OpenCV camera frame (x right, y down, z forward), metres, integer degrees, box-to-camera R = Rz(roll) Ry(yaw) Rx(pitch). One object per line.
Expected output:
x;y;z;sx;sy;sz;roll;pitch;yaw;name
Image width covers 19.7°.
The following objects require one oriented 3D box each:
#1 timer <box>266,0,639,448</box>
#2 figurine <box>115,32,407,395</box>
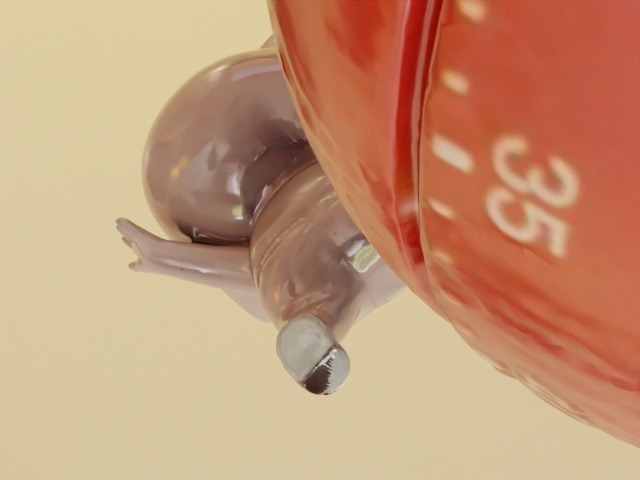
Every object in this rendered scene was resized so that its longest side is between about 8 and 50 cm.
0.154;-0.121;0.514;0.279;0.378;0.378;35;-127;26;timer
0.000;0.000;1.078;0.176;0.186;0.287;-47;-142;-2;figurine
